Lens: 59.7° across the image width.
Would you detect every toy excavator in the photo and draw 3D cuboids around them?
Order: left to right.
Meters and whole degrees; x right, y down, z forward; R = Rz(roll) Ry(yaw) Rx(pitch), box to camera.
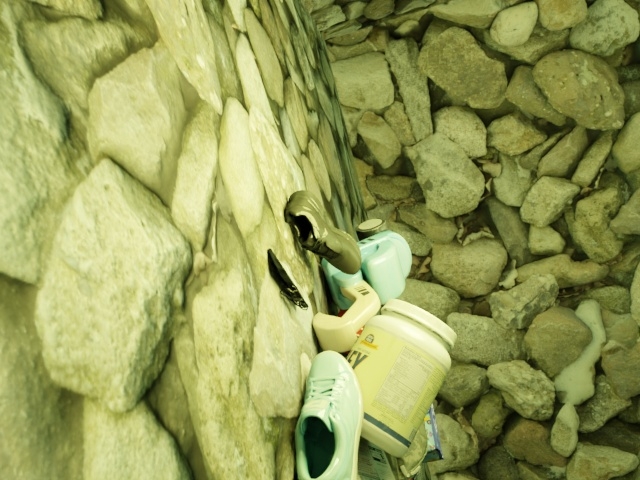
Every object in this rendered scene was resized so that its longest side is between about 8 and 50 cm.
[{"bbox_3d":[0.125,0.131,1.669,0.445,0.433,0.222,31,-39,65],"label":"toy excavator"}]

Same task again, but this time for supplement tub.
[{"bbox_3d":[0.175,0.333,1.379,0.325,0.235,0.235,-58,152,-15],"label":"supplement tub"}]

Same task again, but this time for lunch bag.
[{"bbox_3d":[0.191,0.517,1.625,0.256,0.213,0.305,-39,114,-78],"label":"lunch bag"},{"bbox_3d":[0.295,0.633,1.984,0.138,0.221,0.293,63,17,-48],"label":"lunch bag"}]

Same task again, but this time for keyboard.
[{"bbox_3d":[-0.081,0.104,1.302,0.100,0.038,0.192,55,-3,39],"label":"keyboard"}]

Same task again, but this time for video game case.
[{"bbox_3d":[0.118,0.596,1.287,0.329,0.036,0.300,42,19,-49],"label":"video game case"}]

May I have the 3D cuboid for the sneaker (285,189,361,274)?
[{"bbox_3d":[0.000,0.000,1.534,0.286,0.109,0.130,45,31,-13],"label":"sneaker"}]

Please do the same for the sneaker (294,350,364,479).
[{"bbox_3d":[0.016,0.365,1.165,0.366,0.135,0.150,-93,168,-47],"label":"sneaker"}]

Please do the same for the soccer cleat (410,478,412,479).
[{"bbox_3d":[0.264,0.920,1.831,0.331,0.116,0.143,-86,175,-51],"label":"soccer cleat"}]

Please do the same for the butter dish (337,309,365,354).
[{"bbox_3d":[0.109,0.305,1.753,0.118,0.160,0.160,-64,179,15],"label":"butter dish"}]
